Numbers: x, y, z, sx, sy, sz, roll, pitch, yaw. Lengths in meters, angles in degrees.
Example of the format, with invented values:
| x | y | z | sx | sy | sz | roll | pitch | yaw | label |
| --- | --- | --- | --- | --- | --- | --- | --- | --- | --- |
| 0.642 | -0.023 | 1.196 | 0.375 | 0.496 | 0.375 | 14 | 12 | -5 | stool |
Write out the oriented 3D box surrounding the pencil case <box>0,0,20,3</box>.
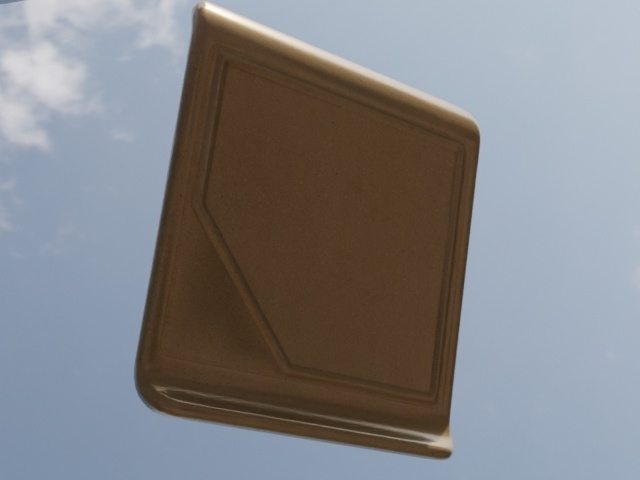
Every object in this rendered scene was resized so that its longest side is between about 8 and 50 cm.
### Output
| x | y | z | sx | sy | sz | roll | pitch | yaw | label |
| --- | --- | --- | --- | --- | --- | --- | --- | --- | --- |
| -0.111 | -0.173 | 0.474 | 0.273 | 0.113 | 0.124 | -17 | -66 | -20 | pencil case |

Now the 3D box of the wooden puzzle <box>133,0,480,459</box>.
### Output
| x | y | z | sx | sy | sz | roll | pitch | yaw | label |
| --- | --- | --- | --- | --- | --- | --- | --- | --- | --- |
| 0.000 | 0.000 | 0.640 | 0.220 | 0.044 | 0.239 | 16 | -110 | -34 | wooden puzzle |
